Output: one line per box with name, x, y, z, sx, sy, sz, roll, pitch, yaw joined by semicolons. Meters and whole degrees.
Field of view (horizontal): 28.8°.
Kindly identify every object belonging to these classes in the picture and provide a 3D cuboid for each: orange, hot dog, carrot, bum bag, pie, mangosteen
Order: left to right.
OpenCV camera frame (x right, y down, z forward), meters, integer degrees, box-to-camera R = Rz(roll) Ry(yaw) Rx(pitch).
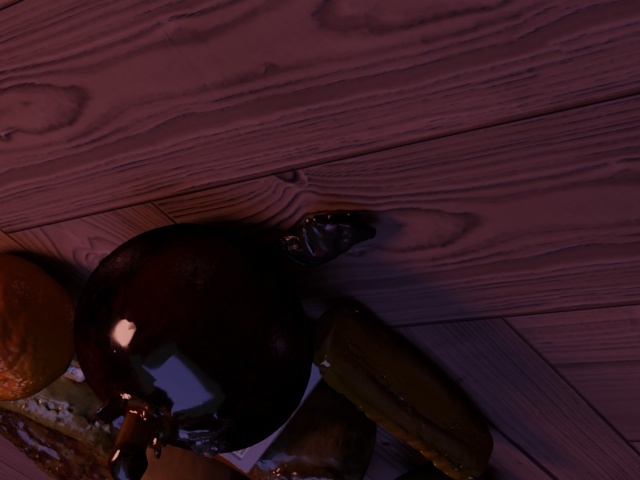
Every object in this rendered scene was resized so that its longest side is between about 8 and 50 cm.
orange;-0.357;0.097;1.396;0.177;0.155;0.177;11;156;5
pie;-0.358;0.244;1.702;0.355;0.103;0.288;2;144;30
mangosteen;-0.135;0.120;1.175;0.235;0.261;0.235;19;143;15
carrot;-0.084;0.202;1.434;0.302;0.138;0.138;23;152;12
bum bag;0.000;0.001;1.125;0.058;0.034;0.124;17;155;-22
hot dog;0.086;0.164;1.310;0.068;0.083;0.289;15;157;52

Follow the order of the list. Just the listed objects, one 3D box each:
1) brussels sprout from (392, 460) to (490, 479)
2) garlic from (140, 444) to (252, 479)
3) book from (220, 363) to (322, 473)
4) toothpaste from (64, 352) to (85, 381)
brussels sprout;0.137;0.342;1.520;0.131;0.145;0.183;39;152;23
garlic;-0.113;0.333;1.538;0.286;0.249;0.313;31;175;8
book;-0.080;0.152;1.328;0.127;0.014;0.181;35;113;-1
toothpaste;-0.387;0.108;1.526;0.314;0.058;0.056;26;137;-12
